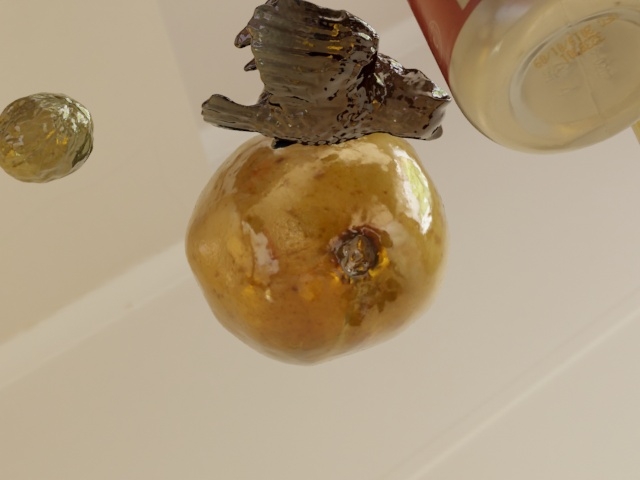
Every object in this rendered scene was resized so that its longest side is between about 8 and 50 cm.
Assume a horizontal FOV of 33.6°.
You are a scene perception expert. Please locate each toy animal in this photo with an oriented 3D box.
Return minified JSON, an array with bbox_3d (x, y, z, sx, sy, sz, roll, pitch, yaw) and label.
[{"bbox_3d":[0.008,-0.109,0.866,0.180,0.218,0.116,25,-109,12],"label":"toy animal"}]

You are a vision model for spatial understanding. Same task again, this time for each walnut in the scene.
[{"bbox_3d":[-0.241,-0.089,0.923,0.092,0.092,0.092,-9,-142,7],"label":"walnut"}]

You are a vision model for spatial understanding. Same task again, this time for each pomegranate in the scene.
[{"bbox_3d":[-0.002,0.002,1.155,0.307,0.307,0.307,-9,-142,7],"label":"pomegranate"}]

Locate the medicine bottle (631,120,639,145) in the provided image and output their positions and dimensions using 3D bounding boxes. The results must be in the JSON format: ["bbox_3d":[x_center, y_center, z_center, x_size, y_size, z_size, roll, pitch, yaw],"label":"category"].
[{"bbox_3d":[0.237,-0.121,0.752,0.074,0.218,0.074,-24,-144,19],"label":"medicine bottle"}]

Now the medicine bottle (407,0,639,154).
[{"bbox_3d":[0.105,-0.173,0.607,0.131,0.131,0.250,-16,-128,-2],"label":"medicine bottle"}]
